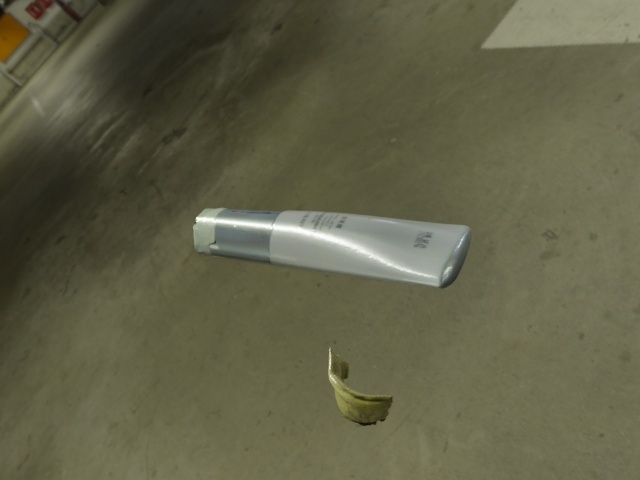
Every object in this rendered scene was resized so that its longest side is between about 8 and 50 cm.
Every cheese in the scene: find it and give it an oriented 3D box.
[{"bbox_3d":[0.031,0.153,0.543,0.041,0.060,0.084,-37,64,-18],"label":"cheese"}]

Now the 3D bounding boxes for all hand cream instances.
[{"bbox_3d":[0.000,0.000,0.462,0.255,0.048,0.079,6,42,28],"label":"hand cream"}]
